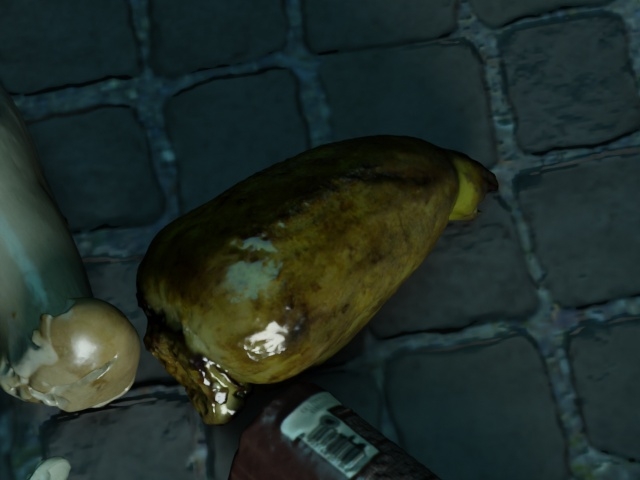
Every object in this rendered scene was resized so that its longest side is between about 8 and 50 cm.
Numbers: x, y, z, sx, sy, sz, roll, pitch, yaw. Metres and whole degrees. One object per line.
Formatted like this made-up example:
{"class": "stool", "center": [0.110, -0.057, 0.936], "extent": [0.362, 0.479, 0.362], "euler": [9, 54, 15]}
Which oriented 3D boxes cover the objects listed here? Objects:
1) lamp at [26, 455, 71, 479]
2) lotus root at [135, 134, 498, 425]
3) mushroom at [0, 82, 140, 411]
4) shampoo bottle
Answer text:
{"class": "lamp", "center": [-0.051, 0.156, 0.801], "extent": [0.198, 0.056, 0.050], "euler": [28, 67, 3]}
{"class": "lotus root", "center": [0.000, 0.000, 0.833], "extent": [0.191, 0.108, 0.094], "euler": [-37, 110, -23]}
{"class": "mushroom", "center": [-0.167, -0.014, 0.842], "extent": [0.093, 0.116, 0.225], "euler": [-30, 80, -7]}
{"class": "shampoo bottle", "center": [0.066, 0.152, 0.771], "extent": [0.236, 0.067, 0.068], "euler": [38, 71, 20]}
